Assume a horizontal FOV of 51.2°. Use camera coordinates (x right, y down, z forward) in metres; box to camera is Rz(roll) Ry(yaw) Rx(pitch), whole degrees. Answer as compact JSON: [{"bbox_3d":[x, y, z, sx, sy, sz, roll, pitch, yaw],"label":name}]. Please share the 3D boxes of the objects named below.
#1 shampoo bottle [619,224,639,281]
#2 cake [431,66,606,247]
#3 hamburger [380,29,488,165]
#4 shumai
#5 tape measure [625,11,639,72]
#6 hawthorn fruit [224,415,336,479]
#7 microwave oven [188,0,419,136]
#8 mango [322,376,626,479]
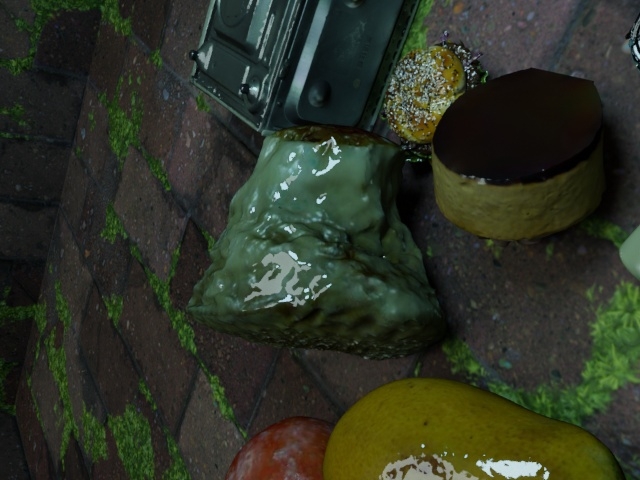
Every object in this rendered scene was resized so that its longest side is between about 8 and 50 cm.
[{"bbox_3d":[0.373,-0.023,0.652,0.162,0.079,0.079,-60,44,30],"label":"shampoo bottle"},{"bbox_3d":[0.239,-0.072,0.784,0.207,0.178,0.185,-26,42,7],"label":"cake"},{"bbox_3d":[0.154,-0.196,0.948,0.164,0.093,0.190,51,127,42],"label":"hamburger"},{"bbox_3d":[0.000,0.000,0.973,0.397,0.324,0.324,-12,68,53],"label":"shumai"},{"bbox_3d":[0.370,-0.207,0.696,0.091,0.054,0.094,-16,81,50],"label":"tape measure"},{"bbox_3d":[-0.025,0.413,1.005,0.284,0.284,0.285,-7,81,52],"label":"hawthorn fruit"},{"bbox_3d":[-0.035,-0.391,1.092,0.333,0.247,0.395,42,119,48],"label":"microwave oven"},{"bbox_3d":[0.169,0.295,0.783,0.378,0.221,0.264,-10,75,43],"label":"mango"}]
